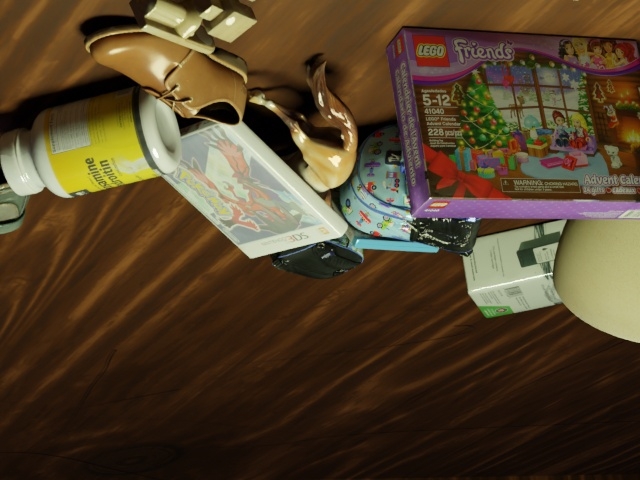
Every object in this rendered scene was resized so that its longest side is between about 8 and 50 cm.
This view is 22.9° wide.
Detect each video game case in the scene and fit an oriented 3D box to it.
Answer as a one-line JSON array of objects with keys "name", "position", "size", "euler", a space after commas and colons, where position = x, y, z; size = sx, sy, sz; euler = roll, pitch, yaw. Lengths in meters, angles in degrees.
[{"name": "video game case", "position": [-0.092, -0.060, 1.839], "size": [0.201, 0.023, 0.183], "euler": [44, 148, -23]}, {"name": "video game case", "position": [0.064, -0.041, 1.964], "size": [0.119, 0.166, 0.015], "euler": [4, 123, -28]}]

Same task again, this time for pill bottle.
[{"name": "pill bottle", "position": [-0.254, -0.105, 1.740], "size": [0.184, 0.103, 0.103], "euler": [-13, 159, 13]}]

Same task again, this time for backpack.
[{"name": "backpack", "position": [0.000, 0.000, 2.136], "size": [0.105, 0.084, 0.114], "euler": [-23, 150, 35]}, {"name": "backpack", "position": [0.113, -0.077, 1.893], "size": [0.173, 0.158, 0.117], "euler": [10, 148, 1]}]

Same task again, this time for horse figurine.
[{"name": "horse figurine", "position": [-0.026, -0.098, 1.813], "size": [0.174, 0.066, 0.263], "euler": [31, 145, -9]}]

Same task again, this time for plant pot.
[{"name": "plant pot", "position": [0.451, -0.023, 2.050], "size": [0.284, 0.284, 0.191], "euler": [-5, 124, -7]}]

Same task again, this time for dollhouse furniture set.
[{"name": "dollhouse furniture set", "position": [-0.082, -0.243, 1.420], "size": [0.151, 0.144, 0.123], "euler": [-36, 154, 25]}]

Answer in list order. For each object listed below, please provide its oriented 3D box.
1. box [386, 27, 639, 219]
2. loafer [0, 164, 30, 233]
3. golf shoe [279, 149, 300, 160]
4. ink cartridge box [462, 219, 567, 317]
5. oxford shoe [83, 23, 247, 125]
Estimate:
[{"name": "box", "position": [0.226, -0.125, 1.725], "size": [0.293, 0.201, 0.057], "euler": [0, 159, -21]}, {"name": "loafer", "position": [-0.465, -0.059, 1.834], "size": [0.267, 0.096, 0.084], "euler": [-2, 140, -33]}, {"name": "golf shoe", "position": [-0.057, -0.074, 1.954], "size": [0.086, 0.069, 0.176], "euler": [15, 149, -34]}, {"name": "ink cartridge box", "position": [0.328, 0.039, 2.358], "size": [0.208, 0.087, 0.153], "euler": [-12, 159, 12]}, {"name": "oxford shoe", "position": [-0.153, -0.171, 1.647], "size": [0.212, 0.076, 0.076], "euler": [15, 151, -43]}]
